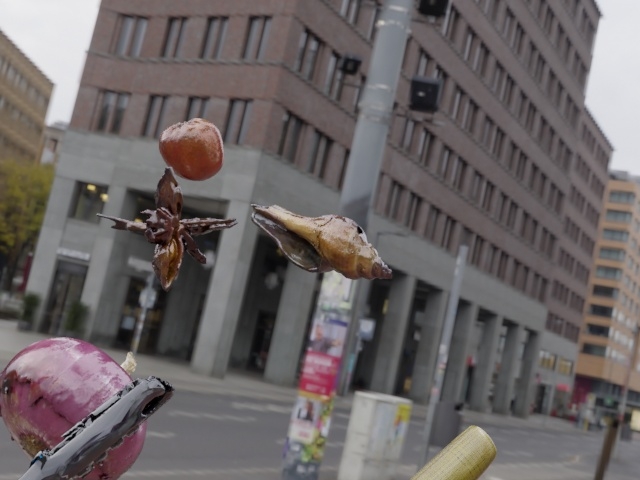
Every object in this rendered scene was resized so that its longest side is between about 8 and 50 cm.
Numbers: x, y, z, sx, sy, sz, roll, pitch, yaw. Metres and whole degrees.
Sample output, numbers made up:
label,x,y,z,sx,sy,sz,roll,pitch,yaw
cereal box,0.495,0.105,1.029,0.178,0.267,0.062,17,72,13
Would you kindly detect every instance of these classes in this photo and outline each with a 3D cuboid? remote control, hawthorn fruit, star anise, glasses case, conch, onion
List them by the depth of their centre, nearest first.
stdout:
label,x,y,z,sx,sy,sz,roll,pitch,yaw
remote control,-0.364,0.315,1.163,0.062,0.399,0.144,49,-19,5
conch,0.004,0.003,1.241,0.233,0.086,0.080,13,9,40
star anise,-0.233,-0.015,1.288,0.140,0.158,0.144,47,-28,-25
glasses case,0.215,0.416,1.530,0.079,0.234,0.064,54,-25,3
hawthorn fruit,-0.241,-0.169,1.651,0.128,0.128,0.128,12,-7,2
onion,-0.535,0.363,1.959,0.358,0.345,0.358,33,-19,13
